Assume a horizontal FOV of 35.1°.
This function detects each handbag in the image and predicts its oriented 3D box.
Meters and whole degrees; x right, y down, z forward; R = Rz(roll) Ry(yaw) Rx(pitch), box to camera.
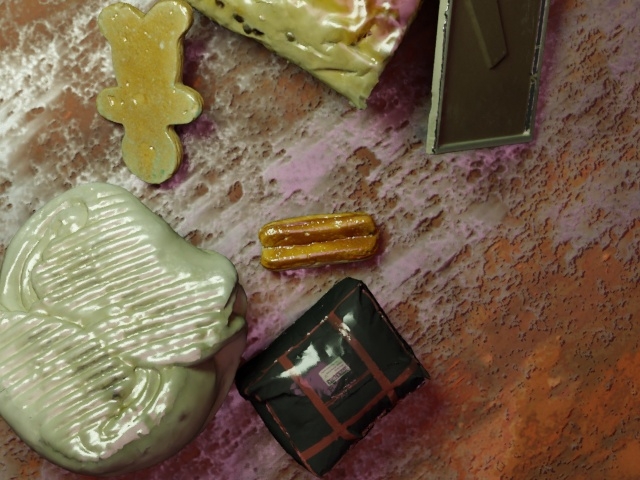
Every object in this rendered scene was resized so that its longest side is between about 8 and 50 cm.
[{"bbox_3d":[0.018,0.176,1.298,0.215,0.155,0.169,-41,103,-6],"label":"handbag"}]

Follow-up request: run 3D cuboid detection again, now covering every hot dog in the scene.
[{"bbox_3d":[-0.027,-0.405,1.260,0.365,0.196,0.367,28,83,-9],"label":"hot dog"},{"bbox_3d":[0.000,0.000,1.345,0.165,0.045,0.071,-7,91,-6],"label":"hot dog"}]

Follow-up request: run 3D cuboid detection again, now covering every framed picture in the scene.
[{"bbox_3d":[0.219,-0.259,1.279,0.213,0.016,0.289,-12,112,-42],"label":"framed picture"}]

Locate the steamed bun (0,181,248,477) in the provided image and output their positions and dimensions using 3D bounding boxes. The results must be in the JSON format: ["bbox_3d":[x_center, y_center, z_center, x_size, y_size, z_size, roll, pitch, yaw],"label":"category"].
[{"bbox_3d":[-0.253,0.127,1.245,0.324,0.219,0.309,30,73,18],"label":"steamed bun"}]

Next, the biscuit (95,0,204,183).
[{"bbox_3d":[-0.218,-0.188,1.291,0.153,0.030,0.234,4,108,25],"label":"biscuit"}]
